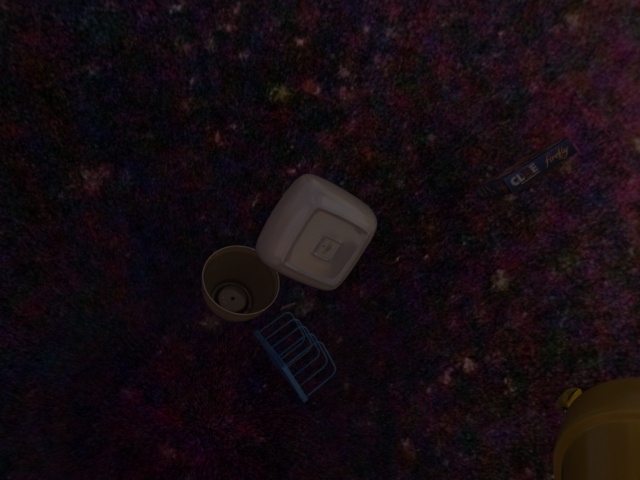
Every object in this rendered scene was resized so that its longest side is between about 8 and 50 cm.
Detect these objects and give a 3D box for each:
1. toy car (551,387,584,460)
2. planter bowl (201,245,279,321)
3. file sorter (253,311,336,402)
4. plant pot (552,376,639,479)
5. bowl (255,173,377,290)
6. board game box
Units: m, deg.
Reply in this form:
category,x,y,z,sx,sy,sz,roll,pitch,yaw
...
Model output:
category,x,y,z,sx,sy,sz,roll,pitch,yaw
toy car,0.610,0.419,1.011,0.224,0.053,0.239,-9,104,-26
planter bowl,-0.181,0.108,0.947,0.161,0.109,0.162,13,51,-17
file sorter,-0.058,0.259,1.022,0.104,0.170,0.118,-35,120,-16
plant pot,0.399,0.332,0.517,0.239,0.254,0.254,-23,74,-47
bowl,0.000,0.000,0.584,0.141,0.053,0.142,27,105,-28
board game box,0.488,-0.167,1.081,0.165,0.243,0.042,-34,89,4
